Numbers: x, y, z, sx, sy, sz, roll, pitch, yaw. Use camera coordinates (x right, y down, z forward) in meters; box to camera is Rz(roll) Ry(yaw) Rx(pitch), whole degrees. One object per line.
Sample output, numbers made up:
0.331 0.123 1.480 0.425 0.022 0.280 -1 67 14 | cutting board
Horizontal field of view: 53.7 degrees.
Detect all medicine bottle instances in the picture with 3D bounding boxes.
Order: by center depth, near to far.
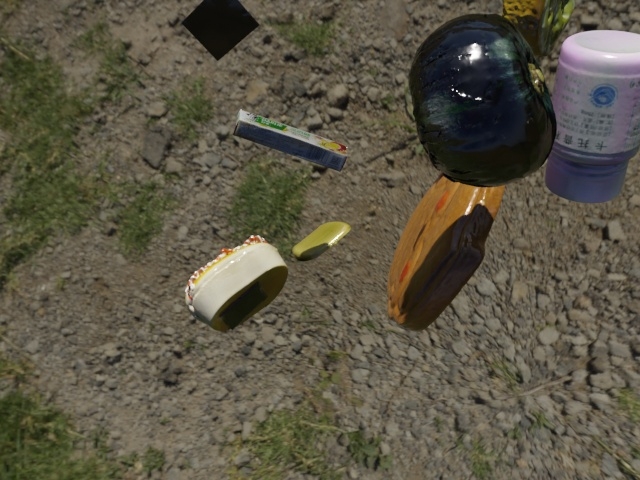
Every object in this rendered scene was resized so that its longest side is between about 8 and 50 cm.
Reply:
0.452 -0.199 1.034 0.152 0.254 0.152 -2 33 1 | medicine bottle

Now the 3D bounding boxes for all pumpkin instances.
0.214 -0.182 0.836 0.163 0.233 0.233 -14 72 30 | pumpkin

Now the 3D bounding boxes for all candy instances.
0.510 -0.557 1.478 0.118 0.260 0.259 14 81 31 | candy

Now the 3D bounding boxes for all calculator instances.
0.000 0.000 1.679 0.157 0.236 0.033 -38 102 -14 | calculator

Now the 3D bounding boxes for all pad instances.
-0.245 -0.526 1.533 0.190 0.127 0.004 -22 30 46 | pad

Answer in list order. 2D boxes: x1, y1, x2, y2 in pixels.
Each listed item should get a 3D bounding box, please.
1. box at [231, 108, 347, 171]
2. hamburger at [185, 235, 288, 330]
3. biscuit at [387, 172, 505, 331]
-0.052 -0.178 1.125 0.207 0.049 0.041 17 124 -12 | box
-0.231 0.120 1.757 0.295 0.227 0.151 -36 60 -26 | hamburger
0.227 0.003 1.253 0.078 0.455 0.349 24 97 -5 | biscuit
